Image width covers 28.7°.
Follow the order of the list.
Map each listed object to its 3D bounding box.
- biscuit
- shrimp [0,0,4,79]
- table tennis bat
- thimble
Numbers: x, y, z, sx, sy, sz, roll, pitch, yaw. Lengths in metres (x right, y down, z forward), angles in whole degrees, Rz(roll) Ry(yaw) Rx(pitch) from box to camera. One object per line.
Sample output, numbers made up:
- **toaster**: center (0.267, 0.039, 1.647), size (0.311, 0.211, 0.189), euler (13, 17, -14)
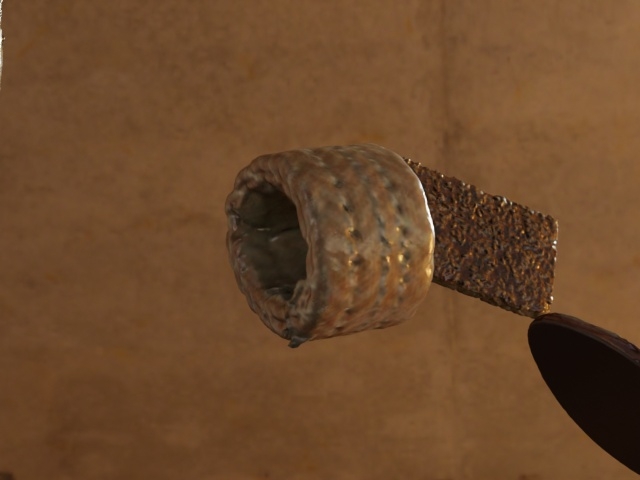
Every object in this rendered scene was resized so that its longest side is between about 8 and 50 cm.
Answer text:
- **biscuit**: center (0.156, -0.004, 1.347), size (0.230, 0.131, 0.025), euler (19, -27, -17)
- **shrimp**: center (-0.365, -0.183, 1.297), size (0.051, 0.198, 0.262), euler (2, -73, -25)
- **table tennis bat**: center (0.253, 0.136, 0.922), size (0.022, 0.301, 0.173), euler (-39, -66, -15)
- **thimble**: center (0.003, -0.003, 1.277), size (0.148, 0.229, 0.196), euler (-6, -61, -28)
